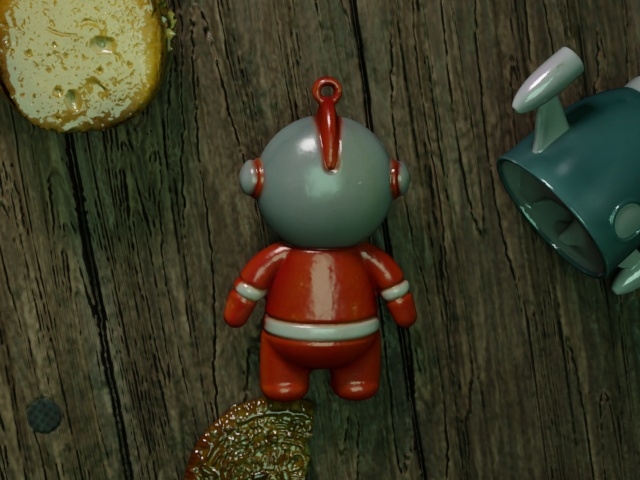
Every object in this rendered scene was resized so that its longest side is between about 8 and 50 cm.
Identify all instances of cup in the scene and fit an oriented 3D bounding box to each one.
[{"bbox_3d":[0.294,-0.076,1.681,0.173,0.167,0.300,-41,126,-8],"label":"cup"}]

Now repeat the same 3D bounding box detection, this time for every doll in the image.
[{"bbox_3d":[0.000,0.000,1.692,0.199,0.105,0.337,-1,106,-4],"label":"doll"}]

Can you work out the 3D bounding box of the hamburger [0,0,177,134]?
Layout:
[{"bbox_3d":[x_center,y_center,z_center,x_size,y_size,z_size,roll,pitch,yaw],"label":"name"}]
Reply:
[{"bbox_3d":[-0.232,-0.200,1.629,0.181,0.118,0.191,17,99,-11],"label":"hamburger"}]

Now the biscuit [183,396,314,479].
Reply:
[{"bbox_3d":[-0.081,0.256,1.751,0.126,0.025,0.206,14,96,-7],"label":"biscuit"}]
